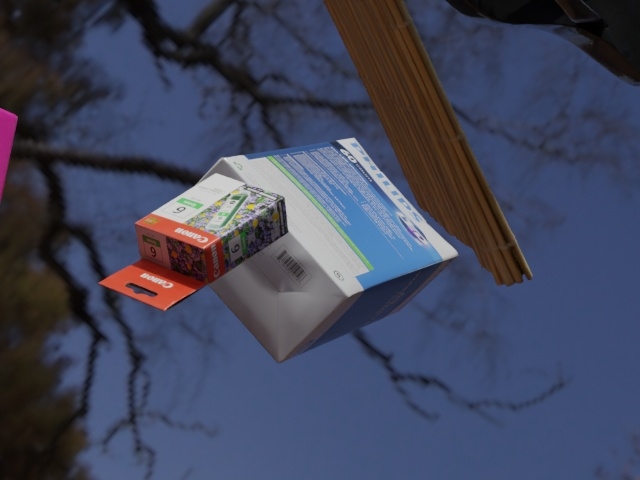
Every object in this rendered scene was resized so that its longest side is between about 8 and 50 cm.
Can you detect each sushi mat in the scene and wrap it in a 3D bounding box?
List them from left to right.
[{"bbox_3d":[0.017,-0.128,0.932,0.316,0.019,0.151,62,-5,-23],"label":"sushi mat"}]

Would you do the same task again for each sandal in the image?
[{"bbox_3d":[0.170,-0.180,1.227,0.254,0.097,0.054,16,-14,-38],"label":"sandal"}]

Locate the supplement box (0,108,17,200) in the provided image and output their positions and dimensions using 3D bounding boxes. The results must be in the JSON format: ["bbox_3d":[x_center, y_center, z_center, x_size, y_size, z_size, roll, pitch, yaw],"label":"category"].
[{"bbox_3d":[-0.281,0.011,1.117,0.114,0.220,0.111,-11,-26,44],"label":"supplement box"}]

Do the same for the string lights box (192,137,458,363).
[{"bbox_3d":[0.000,0.000,1.353,0.077,0.260,0.133,-45,-101,19],"label":"string lights box"}]

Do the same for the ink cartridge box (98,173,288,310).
[{"bbox_3d":[-0.081,0.000,1.141,0.063,0.115,0.029,19,-52,36],"label":"ink cartridge box"}]
